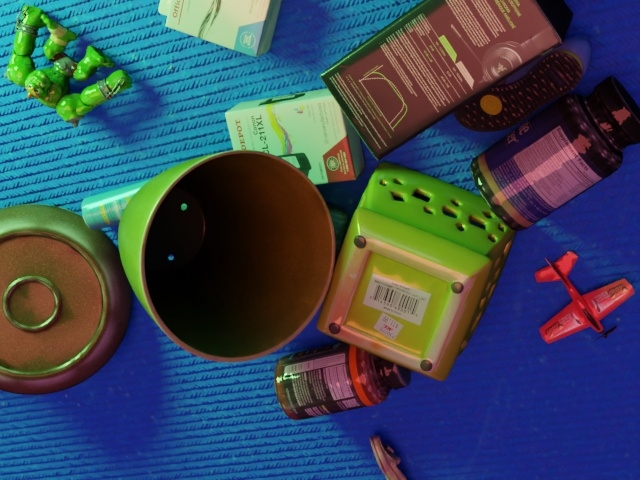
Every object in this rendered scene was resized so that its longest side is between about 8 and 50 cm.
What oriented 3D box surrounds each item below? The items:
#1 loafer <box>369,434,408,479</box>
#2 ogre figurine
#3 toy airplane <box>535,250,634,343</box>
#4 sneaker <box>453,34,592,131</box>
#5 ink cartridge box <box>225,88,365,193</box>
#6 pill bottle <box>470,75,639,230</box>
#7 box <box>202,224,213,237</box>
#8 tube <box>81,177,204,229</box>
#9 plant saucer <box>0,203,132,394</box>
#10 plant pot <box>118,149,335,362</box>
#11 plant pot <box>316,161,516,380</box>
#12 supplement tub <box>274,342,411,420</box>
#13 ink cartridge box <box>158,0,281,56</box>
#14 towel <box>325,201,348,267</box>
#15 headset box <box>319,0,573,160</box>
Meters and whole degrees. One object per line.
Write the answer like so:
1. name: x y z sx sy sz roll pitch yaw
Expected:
1. loafer: 0.116 0.360 1.652 0.039 0.045 0.125 -21 109 5
2. ogre figurine: -0.389 -0.254 1.550 0.197 0.097 0.118 33 98 -14
3. toy airplane: 0.365 0.081 1.479 0.151 0.028 0.151 5 109 14
4. sneaker: 0.274 -0.211 1.387 0.209 0.082 0.069 -26 111 42
5. ink cartridge box: -0.036 -0.144 1.491 0.175 0.072 0.127 -7 108 18
6. pill bottle: 0.319 -0.117 1.369 0.219 0.123 0.123 -36 96 24
7. box: -0.138 0.008 1.607 0.067 0.018 0.083 -14 105 21
8. tube: -0.268 -0.063 1.608 0.207 0.052 0.080 -13 116 14
9. plant saucer: -0.456 0.098 1.638 0.311 0.050 0.310 -1 95 -11
10. plant pot: -0.170 0.004 1.440 0.293 0.275 0.274 14 122 60
11. plant pot: 0.128 0.049 1.441 0.228 0.207 0.227 22 115 9
12. supplement tub: 0.036 0.209 1.582 0.198 0.106 0.106 -15 105 20
13. ink cartridge box: -0.152 -0.338 1.461 0.180 0.060 0.104 20 114 9
14. towel: 0.000 0.000 1.557 0.067 0.029 0.119 19 113 9
15. headset box: 0.174 -0.252 1.296 0.283 0.246 0.131 -32 97 23
